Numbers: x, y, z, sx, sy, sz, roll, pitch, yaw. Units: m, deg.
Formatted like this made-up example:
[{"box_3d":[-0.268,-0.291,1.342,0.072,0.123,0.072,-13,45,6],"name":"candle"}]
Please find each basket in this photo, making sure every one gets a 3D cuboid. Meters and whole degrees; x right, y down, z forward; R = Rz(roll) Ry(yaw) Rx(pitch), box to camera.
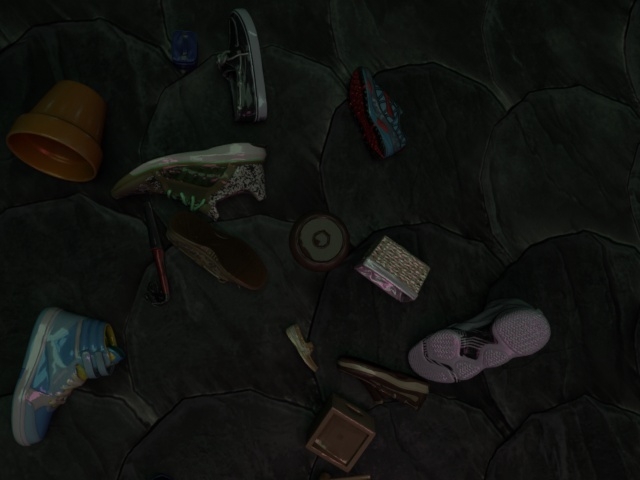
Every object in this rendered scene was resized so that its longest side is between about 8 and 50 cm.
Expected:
[{"box_3d":[0.190,0.074,1.388,0.167,0.113,0.103,35,77,-3],"name":"basket"}]

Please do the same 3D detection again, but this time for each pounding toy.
[{"box_3d":[0.052,0.521,1.322,0.181,0.094,0.206,32,100,-4],"name":"pounding toy"}]

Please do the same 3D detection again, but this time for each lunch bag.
[{"box_3d":[-0.364,-0.506,1.407,0.067,0.065,0.099,-1,82,-8],"name":"lunch bag"}]

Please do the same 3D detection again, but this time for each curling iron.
[{"box_3d":[-0.428,0.035,1.340,0.068,0.035,0.274,-6,84,-9],"name":"curling iron"}]

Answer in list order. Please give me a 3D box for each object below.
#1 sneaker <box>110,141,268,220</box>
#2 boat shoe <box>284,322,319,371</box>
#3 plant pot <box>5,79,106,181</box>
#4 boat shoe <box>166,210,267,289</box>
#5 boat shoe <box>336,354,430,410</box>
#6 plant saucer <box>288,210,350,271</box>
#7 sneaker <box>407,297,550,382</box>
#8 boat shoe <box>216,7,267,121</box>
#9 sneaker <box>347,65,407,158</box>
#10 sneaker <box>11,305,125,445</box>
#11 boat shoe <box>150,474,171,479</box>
[{"box_3d":[-0.316,-0.131,1.330,0.409,0.158,0.182,-13,94,-7],"name":"sneaker"},{"box_3d":[-0.040,0.275,1.357,0.045,0.050,0.135,-34,88,-6],"name":"boat shoe"},{"box_3d":[-0.618,-0.277,1.283,0.204,0.205,0.188,14,66,-6],"name":"plant pot"},{"box_3d":[-0.264,0.034,1.348,0.285,0.089,0.105,38,54,-5],"name":"boat shoe"},{"box_3d":[0.156,0.374,1.353,0.257,0.095,0.095,20,86,-6],"name":"boat shoe"},{"box_3d":[0.000,0.000,1.412,0.168,0.029,0.169,1,82,-9],"name":"plant saucer"},{"box_3d":[0.420,0.260,1.390,0.365,0.210,0.138,-24,85,24],"name":"sneaker"},{"box_3d":[-0.221,-0.465,1.399,0.104,0.113,0.307,-9,93,-24],"name":"boat shoe"},{"box_3d":[0.162,-0.358,1.464,0.125,0.104,0.262,-18,89,-28],"name":"sneaker"},{"box_3d":[-0.580,0.326,1.233,0.208,0.127,0.320,10,82,-6],"name":"sneaker"},{"box_3d":[-0.339,0.686,1.238,0.109,0.089,0.258,-38,89,-11],"name":"boat shoe"}]
